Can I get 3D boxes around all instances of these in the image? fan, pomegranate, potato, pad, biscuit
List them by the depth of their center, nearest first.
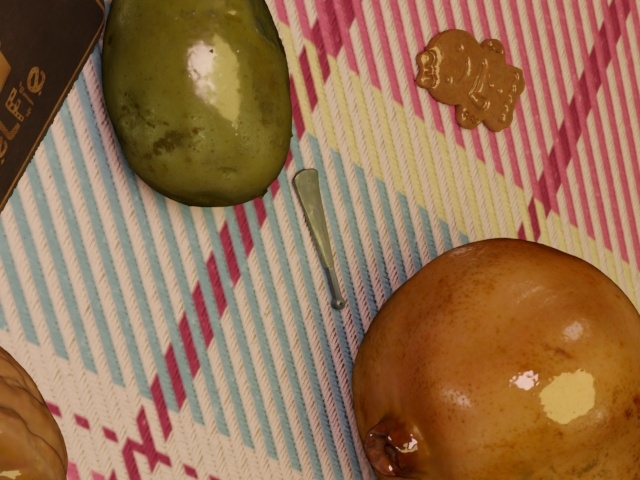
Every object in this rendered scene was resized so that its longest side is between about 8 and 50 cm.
[{"bbox_3d":[-0.313,-0.125,1.541,0.375,0.063,0.315,-63,160,-14],"label":"pad"},{"bbox_3d":[-0.141,-0.184,1.670,0.216,0.216,0.304,-21,114,-32],"label":"potato"},{"bbox_3d":[0.226,0.207,1.851,0.416,0.416,0.417,-3,96,-35],"label":"pomegranate"},{"bbox_3d":[0.000,0.000,1.900,0.038,0.016,0.193,-22,105,-29],"label":"fan"},{"bbox_3d":[0.212,-0.226,2.023,0.184,0.027,0.133,41,73,-30],"label":"biscuit"}]

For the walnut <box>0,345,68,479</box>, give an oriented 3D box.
[{"bbox_3d":[-0.417,0.224,1.468,0.333,0.333,0.333,-3,96,-35],"label":"walnut"}]
